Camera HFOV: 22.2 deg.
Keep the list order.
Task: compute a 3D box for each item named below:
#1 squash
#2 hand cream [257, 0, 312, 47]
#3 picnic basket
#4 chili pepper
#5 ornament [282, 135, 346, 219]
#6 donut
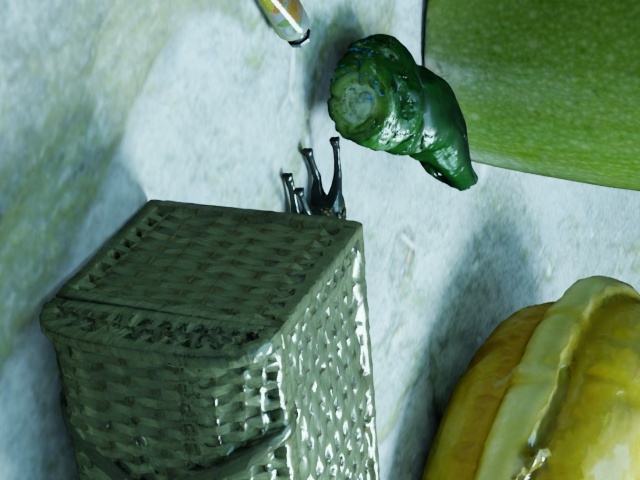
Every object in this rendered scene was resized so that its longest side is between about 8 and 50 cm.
[{"bbox_3d":[0.299,-0.163,1.305,0.263,0.384,0.263,9,90,-68],"label":"squash"},{"bbox_3d":[-0.030,-0.152,0.981,0.035,0.022,0.102,-66,149,-23],"label":"hand cream"},{"bbox_3d":[-0.056,0.100,0.852,0.154,0.134,0.196,-50,142,-51],"label":"picnic basket"},{"bbox_3d":[0.067,-0.093,1.167,0.224,0.061,0.098,11,55,-66],"label":"chili pepper"},{"bbox_3d":[0.000,0.000,1.094,0.073,0.028,0.125,-54,142,-49],"label":"ornament"},{"bbox_3d":[0.231,0.254,1.482,0.449,0.198,0.449,-15,107,-58],"label":"donut"}]
